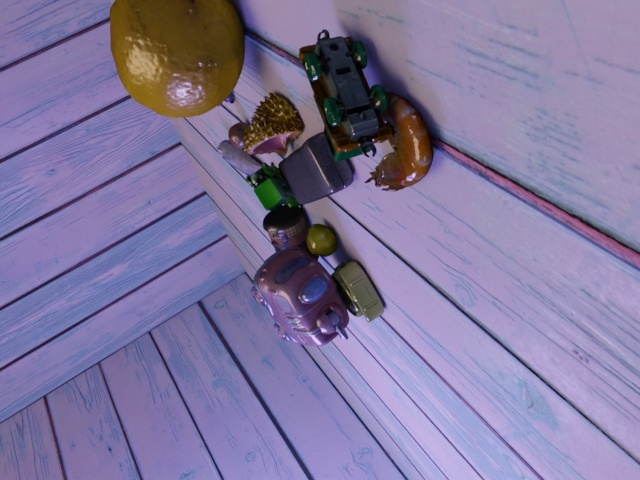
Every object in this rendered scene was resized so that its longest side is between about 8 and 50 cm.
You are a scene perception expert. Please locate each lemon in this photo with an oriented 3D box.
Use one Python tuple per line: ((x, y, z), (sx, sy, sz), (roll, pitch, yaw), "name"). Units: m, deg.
((-0.327, -0.447, 1.282), (0.336, 0.336, 0.336), (53, 165, 20), "lemon")

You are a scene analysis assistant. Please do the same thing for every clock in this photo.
((0.090, 0.144, 1.595), (0.170, 0.069, 0.232), (59, 166, -5), "clock")

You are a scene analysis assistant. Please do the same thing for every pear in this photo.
((0.000, 0.000, 1.564), (0.097, 0.092, 0.092), (53, 165, 17), "pear")

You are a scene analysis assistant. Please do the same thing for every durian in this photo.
((-0.113, -0.274, 1.364), (0.132, 0.165, 0.182), (20, -163, -8), "durian")

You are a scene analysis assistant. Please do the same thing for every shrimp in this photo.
((0.115, -0.144, 0.912), (0.248, 0.068, 0.150), (121, 129, -69), "shrimp")

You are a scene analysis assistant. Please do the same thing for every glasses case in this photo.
((-0.019, -0.159, 1.301), (0.131, 0.074, 0.323), (59, 166, -7), "glasses case")

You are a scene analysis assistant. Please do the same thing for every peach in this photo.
((-0.246, -0.323, 1.720), (0.083, 0.083, 0.083), (53, 165, 20), "peach")

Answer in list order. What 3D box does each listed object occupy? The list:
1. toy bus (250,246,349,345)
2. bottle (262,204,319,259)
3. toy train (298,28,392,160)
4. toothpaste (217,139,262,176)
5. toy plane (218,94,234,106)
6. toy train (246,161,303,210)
((-0.039, 0.167, 1.587), (0.232, 0.197, 0.294), (7, 130, 59), "toy bus")
((-0.074, 0.026, 1.766), (0.156, 0.143, 0.271), (-95, -13, -59), "bottle")
((0.034, -0.217, 0.867), (0.136, 0.091, 0.227), (105, 146, -69), "toy train")
((-0.251, -0.261, 1.921), (0.299, 0.073, 0.114), (38, 156, 37), "toothpaste")
((-0.302, -0.443, 1.730), (0.062, 0.054, 0.167), (36, 174, -22), "toy plane")
((-0.110, -0.137, 1.495), (0.119, 0.085, 0.251), (57, -164, 9), "toy train")
